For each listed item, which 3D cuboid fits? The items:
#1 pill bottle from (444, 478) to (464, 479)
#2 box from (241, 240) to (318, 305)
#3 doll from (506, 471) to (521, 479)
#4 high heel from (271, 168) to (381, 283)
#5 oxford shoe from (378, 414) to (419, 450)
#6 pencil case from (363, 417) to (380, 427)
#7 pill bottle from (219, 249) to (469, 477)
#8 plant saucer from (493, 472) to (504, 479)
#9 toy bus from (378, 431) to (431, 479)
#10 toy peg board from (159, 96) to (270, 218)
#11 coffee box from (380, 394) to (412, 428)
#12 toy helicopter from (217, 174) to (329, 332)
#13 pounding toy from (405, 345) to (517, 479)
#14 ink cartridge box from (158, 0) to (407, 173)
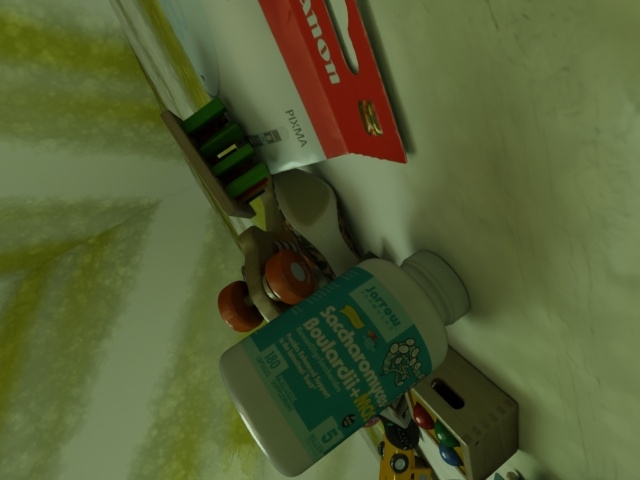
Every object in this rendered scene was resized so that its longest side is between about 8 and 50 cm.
[{"bbox_3d":[0.294,0.612,0.838,0.160,0.160,0.283,40,157,52],"label":"pill bottle"},{"bbox_3d":[-0.080,0.127,1.073,0.203,0.167,0.168,56,166,9],"label":"box"},{"bbox_3d":[0.266,0.391,0.572,0.046,0.129,0.189,-11,145,37],"label":"doll"},{"bbox_3d":[0.000,0.000,0.693,0.261,0.093,0.186,49,164,18],"label":"high heel"},{"bbox_3d":[0.183,0.434,1.050,0.227,0.083,0.096,61,-172,-16],"label":"oxford shoe"},{"bbox_3d":[0.113,0.538,1.404,0.124,0.124,0.284,58,165,1],"label":"pencil case"},{"bbox_3d":[0.035,0.116,0.460,0.146,0.264,0.146,52,165,20],"label":"pill bottle"},{"bbox_3d":[0.339,0.477,0.696,0.192,0.018,0.067,64,165,-20],"label":"plant saucer"},{"bbox_3d":[0.230,0.726,1.170,0.108,0.130,0.332,161,116,-76],"label":"toy bus"},{"bbox_3d":[-0.133,-0.121,0.619,0.161,0.079,0.160,56,-178,0],"label":"toy peg board"},{"bbox_3d":[0.082,0.200,0.685,0.141,0.098,0.246,19,151,32],"label":"coffee box"},{"bbox_3d":[-0.056,0.018,0.769,0.235,0.140,0.354,31,-144,-41],"label":"toy helicopter"},{"bbox_3d":[0.180,0.255,0.607,0.181,0.094,0.206,41,157,50],"label":"pounding toy"},{"bbox_3d":[-0.080,-0.225,0.495,0.385,0.091,0.308,33,152,62],"label":"ink cartridge box"}]
